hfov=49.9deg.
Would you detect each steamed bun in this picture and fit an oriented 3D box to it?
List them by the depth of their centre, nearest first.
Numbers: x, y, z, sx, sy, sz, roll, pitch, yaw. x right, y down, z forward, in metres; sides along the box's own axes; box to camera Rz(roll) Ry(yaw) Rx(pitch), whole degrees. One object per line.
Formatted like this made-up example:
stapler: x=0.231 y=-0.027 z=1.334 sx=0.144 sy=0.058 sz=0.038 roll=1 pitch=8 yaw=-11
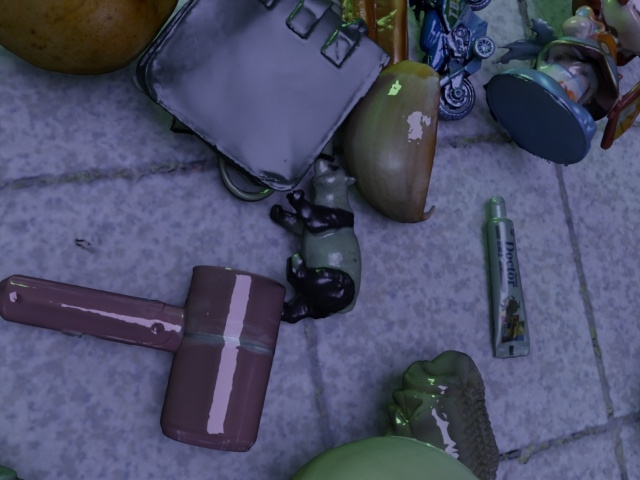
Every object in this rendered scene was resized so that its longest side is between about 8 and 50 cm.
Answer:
steamed bun: x=0.073 y=0.392 z=0.789 sx=0.206 sy=0.324 sz=0.324 roll=-31 pitch=93 yaw=-43
steamed bun: x=0.152 y=0.271 z=0.939 sx=0.211 sy=0.144 sz=0.218 roll=-3 pitch=78 yaw=-64

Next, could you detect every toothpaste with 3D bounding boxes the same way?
toothpaste: x=0.293 y=0.057 z=1.089 sx=0.067 sy=0.037 sz=0.256 roll=-3 pitch=86 yaw=-22

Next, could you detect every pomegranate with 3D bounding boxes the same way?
pomegranate: x=-0.294 y=-0.326 z=0.818 sx=0.260 sy=0.260 sz=0.261 roll=4 pitch=80 yaw=-21

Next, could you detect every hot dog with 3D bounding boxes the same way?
hot dog: x=0.077 y=-0.286 z=1.041 sx=0.115 sy=0.072 sz=0.269 roll=6 pitch=81 yaw=-20

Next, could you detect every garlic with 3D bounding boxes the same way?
garlic: x=0.116 y=-0.126 z=0.976 sx=0.164 sy=0.145 sz=0.245 roll=-27 pitch=126 yaw=-39

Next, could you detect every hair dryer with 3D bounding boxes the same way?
hair dryer: x=-0.231 y=0.123 z=0.845 sx=0.352 sy=0.125 sz=0.211 roll=13 pitch=78 yaw=-9

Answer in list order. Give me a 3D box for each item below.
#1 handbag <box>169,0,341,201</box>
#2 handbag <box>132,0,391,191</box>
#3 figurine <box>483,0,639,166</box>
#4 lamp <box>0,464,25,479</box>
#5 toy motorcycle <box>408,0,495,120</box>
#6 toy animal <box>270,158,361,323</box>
handbag: x=-0.085 y=-0.211 z=0.979 sx=0.241 sy=0.109 sz=0.316 roll=8 pitch=92 yaw=-19
handbag: x=-0.072 y=-0.226 z=0.888 sx=0.247 sy=0.079 sz=0.260 roll=39 pitch=84 yaw=-20
figurine: x=0.438 y=-0.319 z=1.100 sx=0.388 sy=0.248 sz=0.277 roll=-48 pitch=127 yaw=-8
lamp: x=-0.399 y=0.355 z=0.675 sx=0.373 sy=0.205 sz=0.272 roll=-3 pitch=87 yaw=-38
toy motorcycle: x=0.196 y=-0.313 z=1.086 sx=0.135 sy=0.092 sz=0.255 roll=10 pitch=87 yaw=-10
toy animal: x=0.000 y=0.000 z=0.952 sx=0.121 sy=0.094 sz=0.225 roll=1 pitch=79 yaw=-23
